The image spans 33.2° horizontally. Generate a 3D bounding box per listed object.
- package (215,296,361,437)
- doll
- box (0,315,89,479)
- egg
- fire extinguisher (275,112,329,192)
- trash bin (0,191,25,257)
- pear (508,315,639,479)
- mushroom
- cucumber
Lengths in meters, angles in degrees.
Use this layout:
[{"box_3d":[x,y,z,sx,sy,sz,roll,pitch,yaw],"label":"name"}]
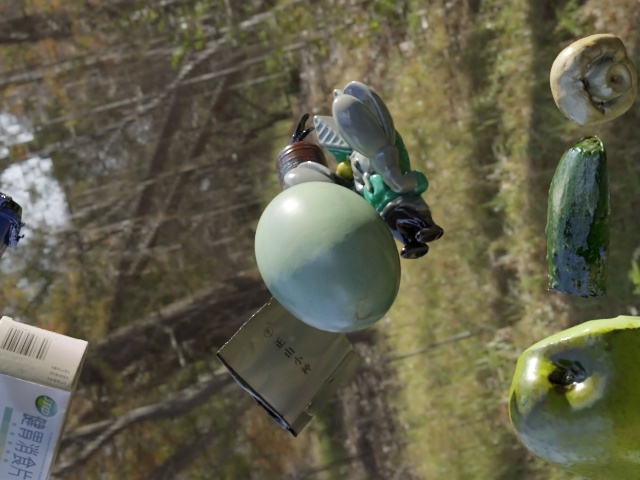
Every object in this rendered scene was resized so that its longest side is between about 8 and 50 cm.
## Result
[{"box_3d":[-0.057,0.215,1.974,0.251,0.204,0.062,52,162,-29],"label":"package"},{"box_3d":[0.064,-0.106,1.436,0.258,0.153,0.194,31,110,40],"label":"doll"},{"box_3d":[-0.568,0.324,2.039,0.145,0.173,0.332,-81,12,-53],"label":"box"},{"box_3d":[0.010,0.021,1.341,0.231,0.168,0.168,49,161,46],"label":"egg"},{"box_3d":[-0.020,-0.115,2.282,0.114,0.135,0.337,17,-141,-34],"label":"fire extinguisher"},{"box_3d":[-0.574,0.024,1.669,0.184,0.163,0.234,133,159,-65],"label":"trash bin"},{"box_3d":[0.440,0.256,1.669,0.342,0.318,0.238,-34,56,51],"label":"pear"},{"box_3d":[0.424,-0.246,1.653,0.112,0.148,0.148,-174,68,-70],"label":"mushroom"},{"box_3d":[0.516,-0.045,2.159,0.145,0.105,0.325,-108,19,-75],"label":"cucumber"}]
